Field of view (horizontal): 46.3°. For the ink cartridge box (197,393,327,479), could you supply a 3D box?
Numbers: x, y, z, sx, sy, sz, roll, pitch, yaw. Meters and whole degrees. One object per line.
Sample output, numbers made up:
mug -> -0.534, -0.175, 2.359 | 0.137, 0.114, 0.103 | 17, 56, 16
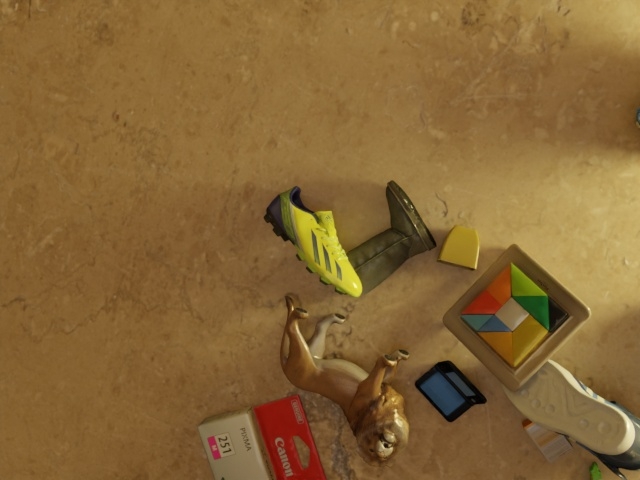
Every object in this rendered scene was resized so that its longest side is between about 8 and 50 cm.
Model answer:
ink cartridge box -> -0.125, 0.516, 1.718 | 0.239, 0.060, 0.275 | -17, 93, 12

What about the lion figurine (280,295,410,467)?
lion figurine -> 0.040, 0.309, 1.647 | 0.392, 0.142, 0.240 | 31, 108, 19

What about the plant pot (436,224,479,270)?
plant pot -> 0.297, 0.014, 1.591 | 0.081, 0.081, 0.083 | 14, 86, 7

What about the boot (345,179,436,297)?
boot -> 0.122, -0.003, 1.626 | 0.208, 0.076, 0.189 | -30, 88, 17

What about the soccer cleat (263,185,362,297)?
soccer cleat -> -0.001, -0.001, 1.598 | 0.121, 0.093, 0.289 | -44, 70, 3

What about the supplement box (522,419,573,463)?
supplement box -> 0.491, 0.423, 1.621 | 0.062, 0.036, 0.098 | -36, 89, 10

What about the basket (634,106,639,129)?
basket -> 0.726, -0.251, 1.386 | 0.201, 0.289, 0.255 | 46, 104, 7

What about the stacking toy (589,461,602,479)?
stacking toy -> 0.572, 0.599, 1.560 | 0.052, 0.167, 0.221 | 1, 97, 9

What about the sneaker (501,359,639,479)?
sneaker -> 0.548, 0.369, 1.564 | 0.236, 0.323, 0.130 | 34, 88, -40

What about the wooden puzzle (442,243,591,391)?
wooden puzzle -> 0.403, 0.160, 1.567 | 0.238, 0.044, 0.221 | -50, 64, 12

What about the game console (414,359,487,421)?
game console -> 0.282, 0.330, 1.629 | 0.071, 0.107, 0.122 | -43, 88, -18
